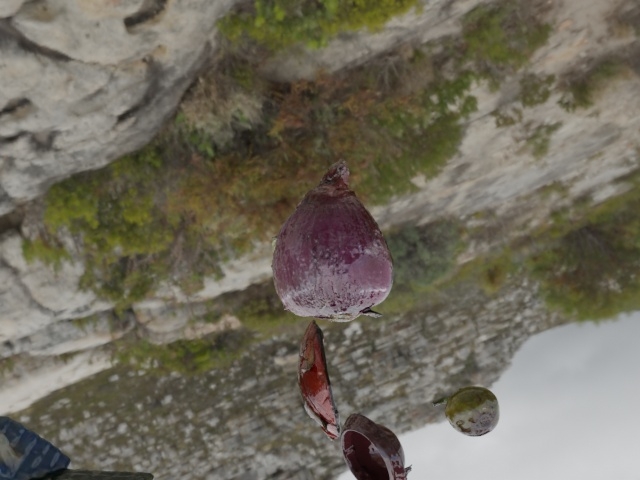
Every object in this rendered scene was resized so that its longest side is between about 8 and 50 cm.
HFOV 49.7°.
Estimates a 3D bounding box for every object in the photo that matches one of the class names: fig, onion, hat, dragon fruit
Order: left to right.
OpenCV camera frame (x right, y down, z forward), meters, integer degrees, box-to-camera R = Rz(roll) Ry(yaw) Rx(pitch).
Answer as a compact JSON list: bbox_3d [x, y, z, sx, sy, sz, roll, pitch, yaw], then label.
[{"bbox_3d":[-0.009,0.428,2.009,0.100,0.343,0.282,-12,-158,-8],"label":"dragon fruit"},{"bbox_3d":[0.000,0.000,1.438,0.267,0.348,0.159,-11,174,33],"label":"onion"},{"bbox_3d":[0.128,0.469,1.524,0.089,0.205,0.205,-22,172,-34],"label":"hat"},{"bbox_3d":[0.226,0.255,1.058,0.084,0.082,0.098,-26,-161,-13],"label":"fig"}]

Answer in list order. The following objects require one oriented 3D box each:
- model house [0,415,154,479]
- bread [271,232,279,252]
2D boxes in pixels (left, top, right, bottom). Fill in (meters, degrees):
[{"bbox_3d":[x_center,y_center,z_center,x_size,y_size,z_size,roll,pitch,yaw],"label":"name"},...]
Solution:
[{"bbox_3d":[-0.552,0.580,1.286,0.446,0.399,0.395,1,-150,14],"label":"model house"},{"bbox_3d":[-0.013,0.028,1.730,0.160,0.169,0.140,-11,148,-54],"label":"bread"}]
